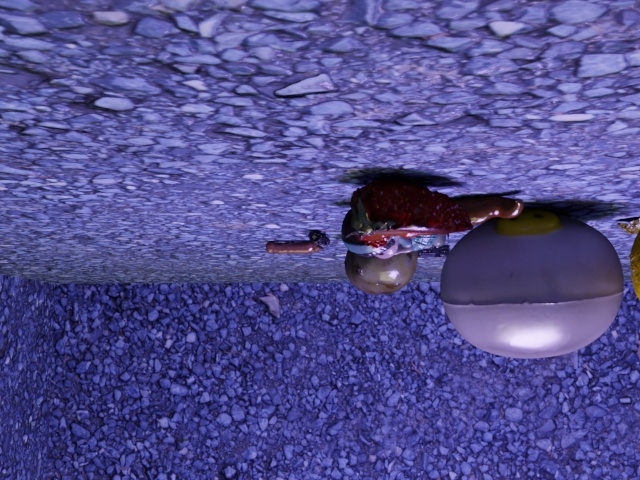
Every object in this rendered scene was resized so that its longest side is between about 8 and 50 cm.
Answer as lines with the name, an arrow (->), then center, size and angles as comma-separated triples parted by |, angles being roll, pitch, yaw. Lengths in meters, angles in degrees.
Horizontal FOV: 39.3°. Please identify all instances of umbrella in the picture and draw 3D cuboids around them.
umbrella -> 0.000, 0.000, 2.242 | 0.040, 0.037, 0.144 | 25, 178, 13

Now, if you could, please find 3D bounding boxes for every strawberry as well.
strawberry -> 0.162, -0.056, 1.532 | 0.228, 0.098, 0.174 | -2, 174, -9

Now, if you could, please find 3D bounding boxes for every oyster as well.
oyster -> 0.720, -0.030, 1.997 | 0.121, 0.045, 0.146 | 13, 176, 16

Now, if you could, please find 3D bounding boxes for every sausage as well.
sausage -> -0.071, 0.019, 2.415 | 0.157, 0.036, 0.042 | -2, -175, 12

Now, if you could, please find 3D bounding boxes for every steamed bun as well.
steamed bun -> 0.439, 0.094, 1.877 | 0.373, 0.334, 0.334 | -2, 173, 11

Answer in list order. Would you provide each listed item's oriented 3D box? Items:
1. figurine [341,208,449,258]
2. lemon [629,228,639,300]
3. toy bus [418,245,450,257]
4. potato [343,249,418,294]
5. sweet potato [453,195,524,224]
figurine -> 0.156, -0.020, 1.812 | 0.245, 0.110, 0.137 | 0, 173, -39
lemon -> 0.701, 0.045, 1.624 | 0.292, 0.293, 0.293 | 0, 173, 0
toy bus -> 0.295, 0.030, 2.495 | 0.130, 0.037, 0.052 | 0, 178, -8
potato -> 0.152, 0.055, 2.236 | 0.164, 0.165, 0.262 | 2, 168, -11
sweet potato -> 0.294, -0.055, 1.695 | 0.202, 0.058, 0.055 | -4, 151, 37
